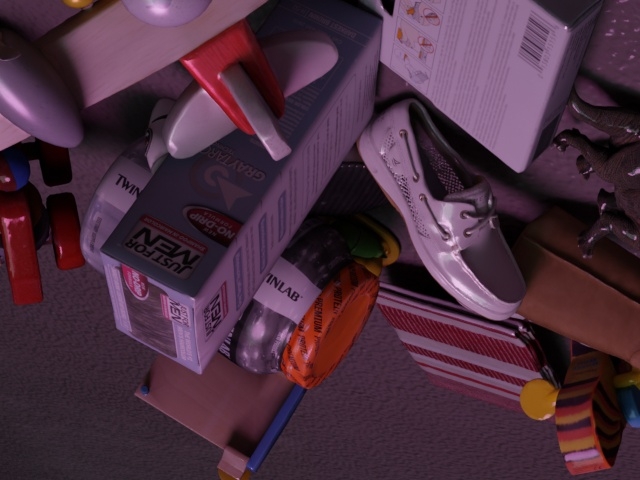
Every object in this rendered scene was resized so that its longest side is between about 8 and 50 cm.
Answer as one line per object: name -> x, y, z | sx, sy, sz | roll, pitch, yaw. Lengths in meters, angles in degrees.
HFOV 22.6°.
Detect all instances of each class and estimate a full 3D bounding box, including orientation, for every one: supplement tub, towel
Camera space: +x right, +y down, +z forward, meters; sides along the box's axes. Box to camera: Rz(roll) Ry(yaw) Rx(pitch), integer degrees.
supplement tub -> -0.109, 0.025, 1.971 | 0.338, 0.207, 0.207 | 32, 157, 17
towel -> 0.213, 0.155, 2.218 | 0.237, 0.037, 0.329 | 15, 159, 28

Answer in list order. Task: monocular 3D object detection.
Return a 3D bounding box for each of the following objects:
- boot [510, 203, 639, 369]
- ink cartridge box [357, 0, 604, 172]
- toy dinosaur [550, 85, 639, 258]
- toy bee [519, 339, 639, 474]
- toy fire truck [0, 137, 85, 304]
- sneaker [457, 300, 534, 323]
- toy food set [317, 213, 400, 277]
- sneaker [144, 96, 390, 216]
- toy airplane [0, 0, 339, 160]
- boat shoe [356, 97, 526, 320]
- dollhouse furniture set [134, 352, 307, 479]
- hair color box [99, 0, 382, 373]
boot -> 0.361, 0.028, 1.822 | 0.269, 0.236, 0.089 | 32, 177, 31
ink cartridge box -> 0.147, -0.218, 1.598 | 0.239, 0.060, 0.275 | 41, 158, 16
toy dinosaur -> 0.344, -0.065, 1.704 | 0.160, 0.121, 0.313 | -4, 113, 35
toy bee -> 0.346, 0.173, 2.054 | 0.195, 0.298, 0.162 | -22, 98, 8
toy fire truck -> -0.392, -0.087, 1.980 | 0.169, 0.302, 0.254 | -10, 154, -9
sneaker -> 0.279, 0.062, 2.014 | 0.281, 0.106, 0.162 | 16, 178, -12
toy food set -> 0.000, 0.000, 2.093 | 0.218, 0.071, 0.128 | 33, 151, -22
sneaker -> -0.044, -0.115, 1.878 | 0.330, 0.146, 0.122 | 4, 148, -23
toy airplane -> -0.131, -0.225, 1.424 | 0.384, 0.386, 0.272 | 12, -165, -11
boat shoe -> 0.151, -0.036, 1.803 | 0.277, 0.098, 0.096 | 53, 136, -2
dollhouse furniture set -> -0.143, 0.145, 2.169 | 0.286, 0.303, 0.198 | 29, 167, 8
hair color box -> -0.075, -0.067, 1.667 | 0.113, 0.374, 0.185 | 27, 155, 12
